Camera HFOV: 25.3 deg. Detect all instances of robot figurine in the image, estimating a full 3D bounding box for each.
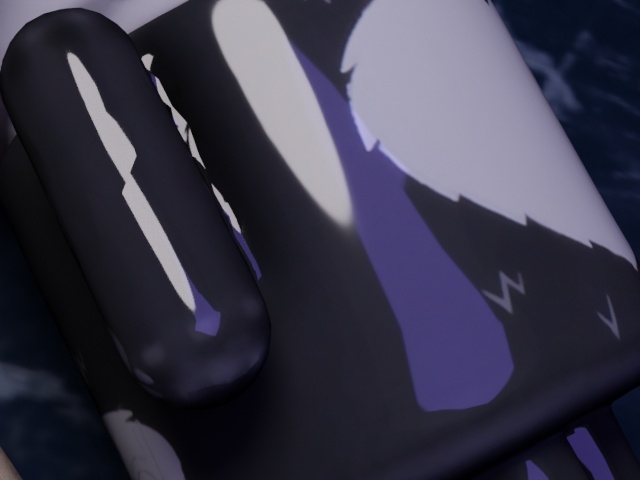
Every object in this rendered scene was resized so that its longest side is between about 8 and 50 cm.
[{"bbox_3d":[0.001,-0.001,0.451,0.174,0.209,0.278,-24,78,-17],"label":"robot figurine"}]

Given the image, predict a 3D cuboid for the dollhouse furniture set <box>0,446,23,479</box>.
[{"bbox_3d":[-0.219,0.066,0.295,0.259,0.262,0.135,-36,73,0],"label":"dollhouse furniture set"}]
